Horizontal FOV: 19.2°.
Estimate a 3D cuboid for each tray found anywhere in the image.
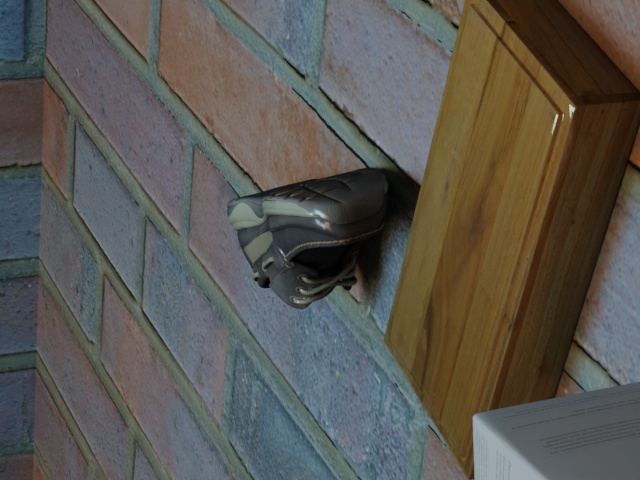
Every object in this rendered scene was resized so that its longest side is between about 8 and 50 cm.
[{"bbox_3d":[0.159,-0.006,1.689,0.203,0.076,0.411,-121,32,-46],"label":"tray"}]

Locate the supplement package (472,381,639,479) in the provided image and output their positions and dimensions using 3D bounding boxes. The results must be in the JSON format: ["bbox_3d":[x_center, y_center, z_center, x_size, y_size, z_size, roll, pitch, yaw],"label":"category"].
[{"bbox_3d":[0.248,0.241,1.368,0.293,0.177,0.175,-139,43,-65],"label":"supplement package"}]

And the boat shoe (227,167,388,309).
[{"bbox_3d":[0.000,0.000,2.031,0.355,0.132,0.130,180,75,-76],"label":"boat shoe"}]
